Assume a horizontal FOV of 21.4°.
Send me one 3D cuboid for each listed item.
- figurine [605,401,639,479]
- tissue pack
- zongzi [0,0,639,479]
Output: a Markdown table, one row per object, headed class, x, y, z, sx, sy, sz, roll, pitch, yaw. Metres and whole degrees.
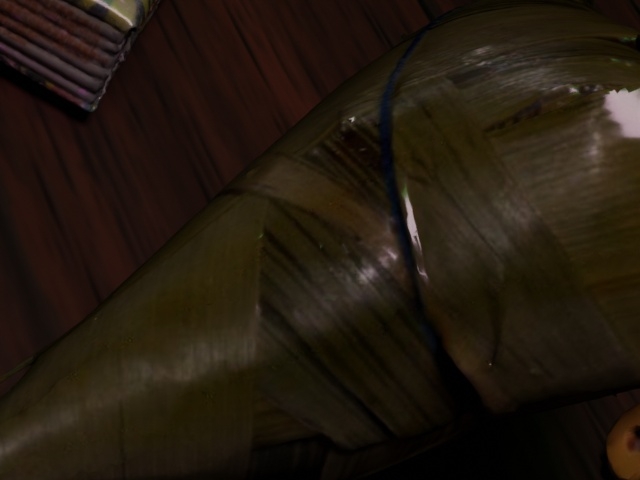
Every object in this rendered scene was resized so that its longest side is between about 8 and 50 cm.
| class | x | y | z | sx | sy | sz | roll | pitch | yaw |
| --- | --- | --- | --- | --- | --- | --- | --- | --- | --- |
| figurine | 0.195 | 0.111 | 0.590 | 0.240 | 0.116 | 0.174 | 10 | 44 | -26 |
| tissue pack | -0.129 | -0.127 | 0.662 | 0.148 | 0.060 | 0.108 | 29 | 39 | -7 |
| zongzi | 0.000 | 0.000 | 0.614 | 0.289 | 0.123 | 0.260 | -18 | 17 | 1 |
